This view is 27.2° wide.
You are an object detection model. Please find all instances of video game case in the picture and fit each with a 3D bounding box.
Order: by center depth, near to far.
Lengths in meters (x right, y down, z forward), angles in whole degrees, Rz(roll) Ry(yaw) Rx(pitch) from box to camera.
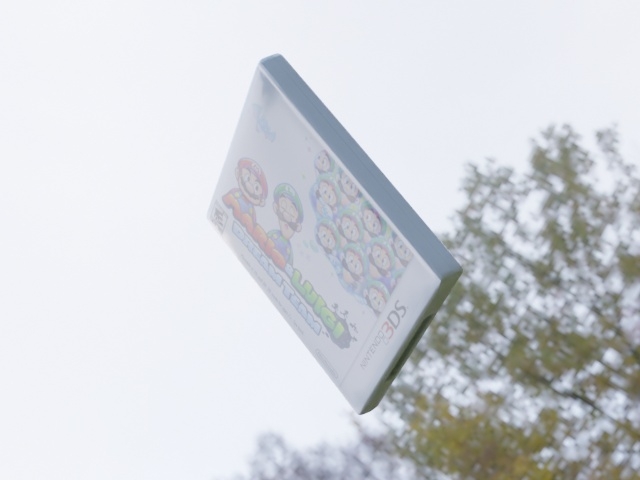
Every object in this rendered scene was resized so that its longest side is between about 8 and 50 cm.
[{"bbox_3d":[0.000,0.000,0.720,0.019,0.157,0.143,-26,-23,-32],"label":"video game case"}]
